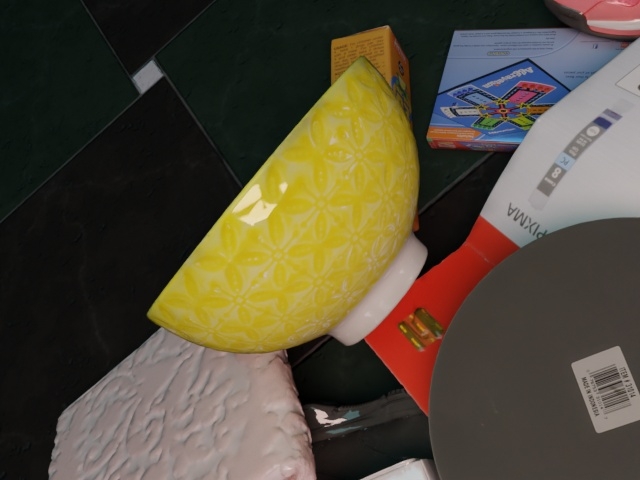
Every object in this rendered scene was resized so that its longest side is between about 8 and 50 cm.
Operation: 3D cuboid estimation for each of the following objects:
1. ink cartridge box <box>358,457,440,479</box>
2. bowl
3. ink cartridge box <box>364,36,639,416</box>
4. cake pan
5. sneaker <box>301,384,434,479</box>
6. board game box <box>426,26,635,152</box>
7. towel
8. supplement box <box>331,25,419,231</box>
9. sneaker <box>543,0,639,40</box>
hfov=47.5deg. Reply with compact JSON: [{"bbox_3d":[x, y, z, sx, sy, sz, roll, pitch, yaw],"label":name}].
[{"bbox_3d":[0.061,0.284,0.557,0.139,0.082,0.191,-27,64,14],"label":"ink cartridge box"},{"bbox_3d":[0.000,0.000,0.641,0.156,0.289,0.289,40,89,-5],"label":"bowl"},{"bbox_3d":[0.241,0.023,0.564,0.385,0.091,0.308,-37,46,-5],"label":"ink cartridge box"},{"bbox_3d":[0.196,0.109,0.484,0.293,0.054,0.293,-19,56,31],"label":"cake pan"},{"bbox_3d":[0.069,0.202,0.677,0.286,0.109,0.130,-17,72,26],"label":"sneaker"},{"bbox_3d":[0.262,-0.158,0.766,0.281,0.027,0.145,8,71,29],"label":"board game box"},{"bbox_3d":[-0.152,0.198,0.719,0.317,0.053,0.332,-40,29,10],"label":"towel"},{"bbox_3d":[0.060,-0.123,0.821,0.080,0.078,0.234,-12,65,21],"label":"supplement box"},{"bbox_3d":[0.371,-0.285,0.689,0.313,0.136,0.116,1,49,24],"label":"sneaker"}]
